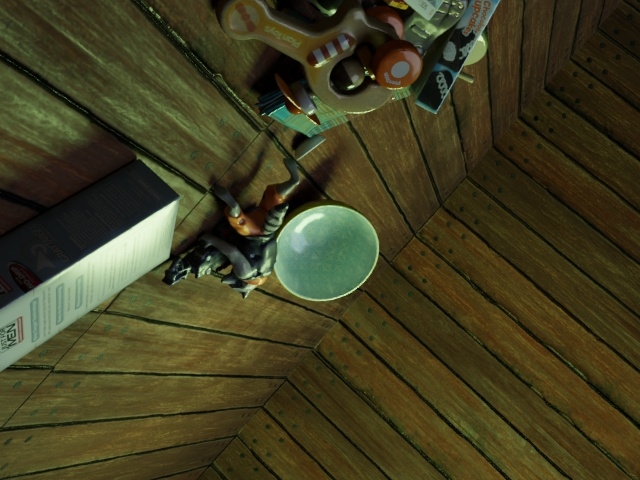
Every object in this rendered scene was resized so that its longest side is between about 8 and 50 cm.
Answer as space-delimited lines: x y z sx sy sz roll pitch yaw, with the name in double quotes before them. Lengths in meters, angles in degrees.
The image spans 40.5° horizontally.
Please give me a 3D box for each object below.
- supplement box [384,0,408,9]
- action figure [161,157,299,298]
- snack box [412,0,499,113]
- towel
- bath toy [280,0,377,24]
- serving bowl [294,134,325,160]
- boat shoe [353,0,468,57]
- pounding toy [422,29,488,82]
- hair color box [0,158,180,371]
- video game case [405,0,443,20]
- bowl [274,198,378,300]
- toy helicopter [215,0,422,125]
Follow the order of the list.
"supplement box" 0.158 -0.538 1.600 0.188 0.104 0.080 -56 161 24
"action figure" -0.176 0.010 1.914 0.341 0.178 0.330 -39 153 -37
"snack box" 0.297 -0.448 1.859 0.187 0.060 0.322 -82 -161 -63
"towel" 0.045 -0.290 1.764 0.271 0.040 0.370 -21 174 13
"bath toy" 0.082 -0.476 1.501 0.348 0.129 0.151 -54 163 18
"serving bowl" -0.029 -0.219 1.993 0.083 0.027 0.083 -36 -175 4
"boat shoe" 0.172 -0.445 1.824 0.324 0.117 0.123 -35 132 29
"pounding toy" 0.315 -0.501 2.070 0.237 0.182 0.110 90 18 -68
"hair color box" -0.414 0.037 1.430 0.374 0.113 0.185 -38 161 -35
"video game case" 0.230 -0.514 1.599 0.201 0.023 0.183 -53 161 14
"bowl" 0.000 0.000 2.329 0.289 0.289 0.156 -53 -153 17
"toy helicopter" -0.023 -0.307 1.431 0.355 0.140 0.235 19 126 -32
